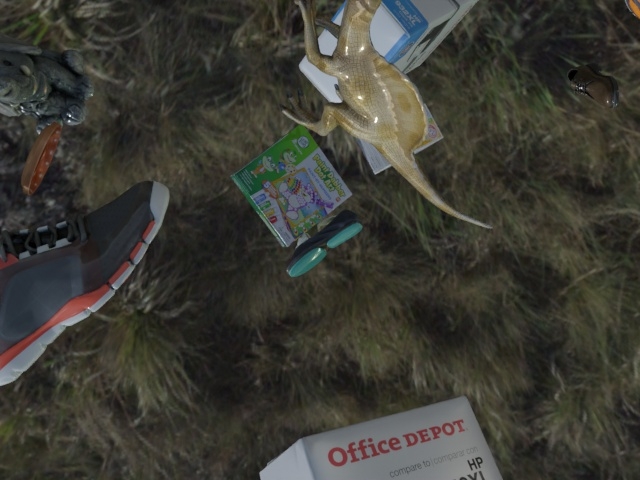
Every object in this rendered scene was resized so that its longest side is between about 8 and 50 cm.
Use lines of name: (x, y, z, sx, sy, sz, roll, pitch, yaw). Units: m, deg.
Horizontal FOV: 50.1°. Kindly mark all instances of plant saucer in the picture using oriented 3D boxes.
plant saucer: (-0.301, -0.089, 0.734, 0.013, 0.083, 0.084, 23, 118, -14)

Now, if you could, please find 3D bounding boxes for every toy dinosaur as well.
toy dinosaur: (0.027, -0.068, 0.361, 0.053, 0.092, 0.183, -42, 130, -17)

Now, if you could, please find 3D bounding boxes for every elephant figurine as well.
elephant figurine: (-0.506, -0.272, 1.125, 0.185, 0.239, 0.170, -15, 84, 22)

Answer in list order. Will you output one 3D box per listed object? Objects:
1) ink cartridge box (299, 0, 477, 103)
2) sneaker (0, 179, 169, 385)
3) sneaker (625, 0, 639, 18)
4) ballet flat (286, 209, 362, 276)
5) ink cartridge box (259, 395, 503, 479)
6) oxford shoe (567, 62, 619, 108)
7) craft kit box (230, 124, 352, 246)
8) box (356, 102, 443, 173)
ink cartridge box: (0.137, -0.395, 1.278, 0.129, 0.307, 0.223, 48, 138, 2)
sneaker: (-0.154, 0.015, 0.386, 0.158, 0.061, 0.065, -43, 111, 2)
sneaker: (0.790, -0.447, 1.443, 0.320, 0.180, 0.125, 14, 140, -26)
ballet flat: (0.000, 0.000, 1.517, 0.203, 0.074, 0.074, -36, 117, 7)
ink cartridge box: (0.123, 0.433, 0.886, 0.285, 0.395, 0.166, -5, 150, -31)
oxford shoe: (0.730, -0.409, 1.845, 0.096, 0.227, 0.083, -7, 121, -1)
craft kit box: (-0.078, -0.152, 1.901, 0.246, 0.061, 0.250, -40, 102, -18)
box: (0.218, -0.279, 1.867, 0.103, 0.203, 0.114, -27, 92, 55)
